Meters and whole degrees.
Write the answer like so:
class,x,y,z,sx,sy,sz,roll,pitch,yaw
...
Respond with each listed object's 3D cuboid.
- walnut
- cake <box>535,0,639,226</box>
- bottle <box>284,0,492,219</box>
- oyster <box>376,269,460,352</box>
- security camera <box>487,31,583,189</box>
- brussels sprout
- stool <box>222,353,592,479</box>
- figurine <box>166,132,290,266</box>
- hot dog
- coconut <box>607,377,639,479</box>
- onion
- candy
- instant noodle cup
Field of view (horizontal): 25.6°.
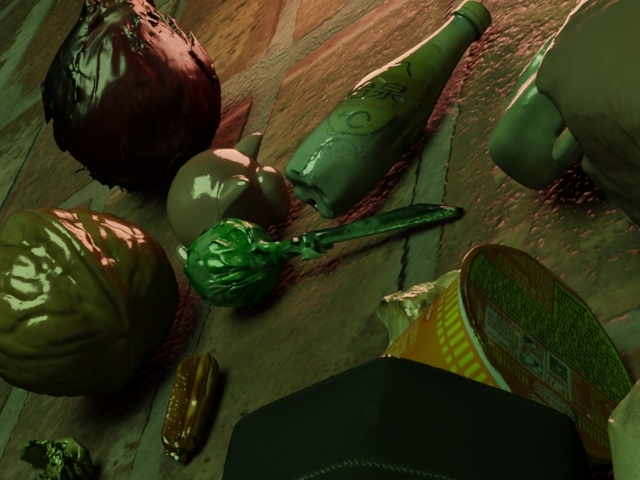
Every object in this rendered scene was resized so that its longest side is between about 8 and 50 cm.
class,x,y,z,sx,sy,sz,roll,pitch,yaw
walnut,-0.258,0.066,1.478,0.228,0.228,0.228,-37,27,22
cake,0.309,-0.113,0.801,0.309,0.237,0.230,-53,24,-6
bottle,0.076,-0.137,1.388,0.270,0.083,0.083,-47,24,-15
oyster,0.086,0.085,1.050,0.191,0.081,0.163,-51,29,0
security camera,0.195,-0.121,1.035,0.157,0.080,0.301,-50,-3,-5
brussels sprout,-0.255,0.224,1.400,0.058,0.085,0.085,-39,22,-15
stool,0.050,0.186,0.797,0.232,0.232,0.141,-30,32,33
figurine,-0.101,-0.037,1.490,0.138,0.125,0.125,-53,20,26
hot dog,-0.121,0.156,1.328,0.049,0.037,0.122,-17,43,29
coconut,0.220,0.113,0.676,0.162,0.161,0.161,21,66,28
onion,-0.242,-0.172,1.804,0.221,0.281,0.281,-14,22,-12
candy,-0.001,0.001,1.329,0.323,0.097,0.097,-15,40,38
instant noodle cup,0.087,0.118,0.923,0.185,0.168,0.168,-41,25,30
